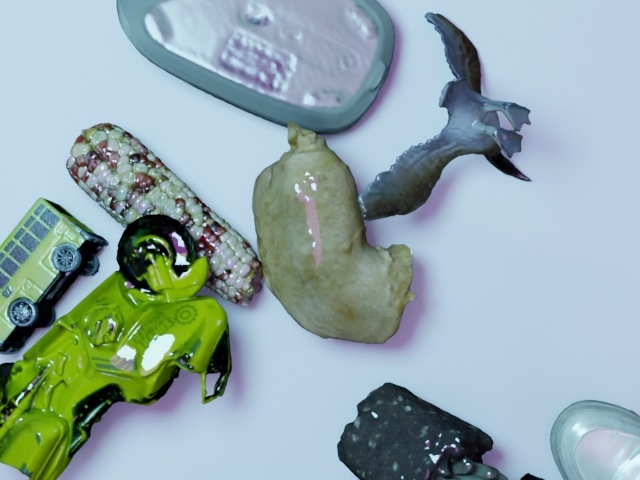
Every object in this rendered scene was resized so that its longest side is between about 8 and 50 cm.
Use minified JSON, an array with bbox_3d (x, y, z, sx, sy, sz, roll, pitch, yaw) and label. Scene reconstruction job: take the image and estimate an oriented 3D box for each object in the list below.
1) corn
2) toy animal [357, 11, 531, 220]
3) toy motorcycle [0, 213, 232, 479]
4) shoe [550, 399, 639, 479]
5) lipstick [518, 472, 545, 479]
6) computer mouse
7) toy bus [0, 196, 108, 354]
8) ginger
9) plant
[{"bbox_3d":[-0.176,-0.033,1.537,0.280,0.092,0.092,38,93,5],"label":"corn"},{"bbox_3d":[0.169,-0.110,1.459,0.197,0.160,0.272,32,77,-15],"label":"toy animal"},{"bbox_3d":[-0.230,0.144,1.498,0.342,0.142,0.206,-44,78,10],"label":"toy motorcycle"},{"bbox_3d":[0.387,0.297,1.426,0.316,0.159,0.124,35,93,4],"label":"shoe"},{"bbox_3d":[0.158,0.385,1.487,0.300,0.081,0.081,-44,84,2],"label":"lipstick"},{"bbox_3d":[-0.076,-0.251,1.534,0.331,0.095,0.197,29,93,-2],"label":"computer mouse"},{"bbox_3d":[-0.341,0.042,1.557,0.101,0.088,0.175,39,90,8],"label":"toy bus"},{"bbox_3d":[0.000,0.000,1.495,0.152,0.138,0.267,-31,96,-16],"label":"ginger"},{"bbox_3d":[0.122,0.251,1.459,0.194,0.132,0.129,39,103,25],"label":"plant"}]
